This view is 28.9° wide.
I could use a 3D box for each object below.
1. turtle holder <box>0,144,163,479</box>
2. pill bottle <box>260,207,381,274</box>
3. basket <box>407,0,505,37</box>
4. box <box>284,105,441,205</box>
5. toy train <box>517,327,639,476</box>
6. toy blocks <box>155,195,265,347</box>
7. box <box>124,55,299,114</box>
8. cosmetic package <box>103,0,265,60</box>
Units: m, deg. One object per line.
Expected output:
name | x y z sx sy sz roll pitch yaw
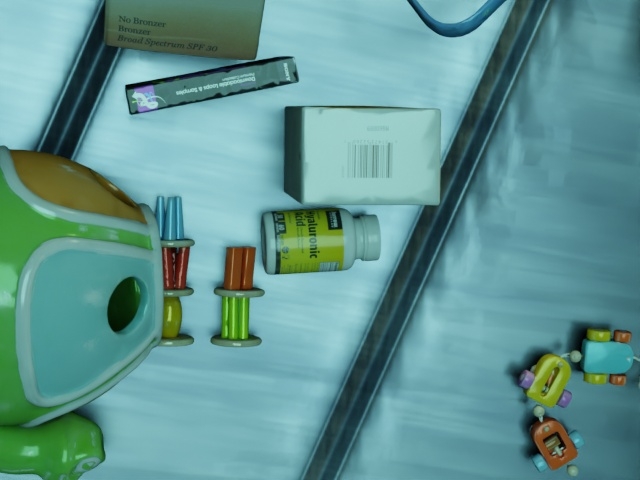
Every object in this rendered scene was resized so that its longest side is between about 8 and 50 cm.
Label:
turtle holder | -0.262 0.074 1.135 0.227 0.243 0.320 -4 85 -18
pill bottle | 0.000 0.000 1.254 0.116 0.065 0.065 -3 96 -8
basket | 0.128 -0.360 1.155 0.255 0.201 0.289 -38 68 -2
box | 0.035 -0.084 1.197 0.130 0.170 0.091 -1 97 -8
toy train | 0.276 0.164 1.320 0.166 0.046 0.125 -36 100 0
toy blocks | -0.117 0.031 1.246 0.123 0.054 0.148 1 95 -7
box | -0.107 -0.152 1.199 0.162 0.116 0.029 -11 100 -8
cosmetic package | -0.109 -0.320 1.101 0.153 0.129 0.296 4 132 -6
